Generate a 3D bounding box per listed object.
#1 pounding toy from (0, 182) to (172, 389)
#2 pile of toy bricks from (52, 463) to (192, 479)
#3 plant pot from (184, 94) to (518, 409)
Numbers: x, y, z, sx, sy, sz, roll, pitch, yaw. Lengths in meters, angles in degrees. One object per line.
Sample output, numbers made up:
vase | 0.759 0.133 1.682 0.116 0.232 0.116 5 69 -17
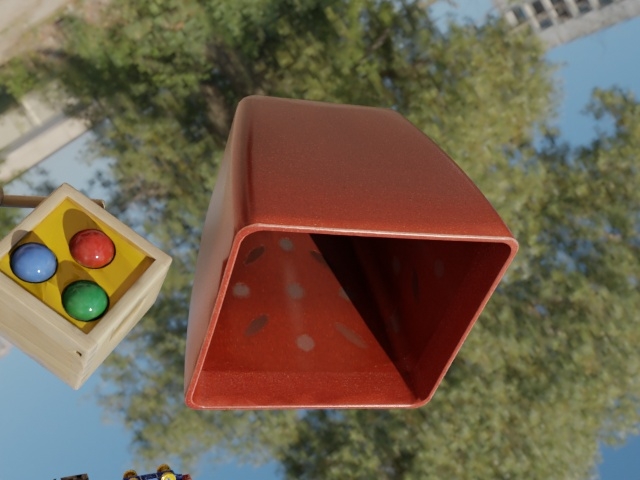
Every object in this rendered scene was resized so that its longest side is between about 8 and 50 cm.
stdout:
pounding toy | -0.247 -0.002 0.976 0.181 0.206 0.094 -52 176 -38
pile of toy bricks | -0.208 0.271 0.912 0.212 0.105 0.118 -7 -172 -16
plant pot | 0.000 0.000 1.071 0.267 0.267 0.235 111 -27 -42
